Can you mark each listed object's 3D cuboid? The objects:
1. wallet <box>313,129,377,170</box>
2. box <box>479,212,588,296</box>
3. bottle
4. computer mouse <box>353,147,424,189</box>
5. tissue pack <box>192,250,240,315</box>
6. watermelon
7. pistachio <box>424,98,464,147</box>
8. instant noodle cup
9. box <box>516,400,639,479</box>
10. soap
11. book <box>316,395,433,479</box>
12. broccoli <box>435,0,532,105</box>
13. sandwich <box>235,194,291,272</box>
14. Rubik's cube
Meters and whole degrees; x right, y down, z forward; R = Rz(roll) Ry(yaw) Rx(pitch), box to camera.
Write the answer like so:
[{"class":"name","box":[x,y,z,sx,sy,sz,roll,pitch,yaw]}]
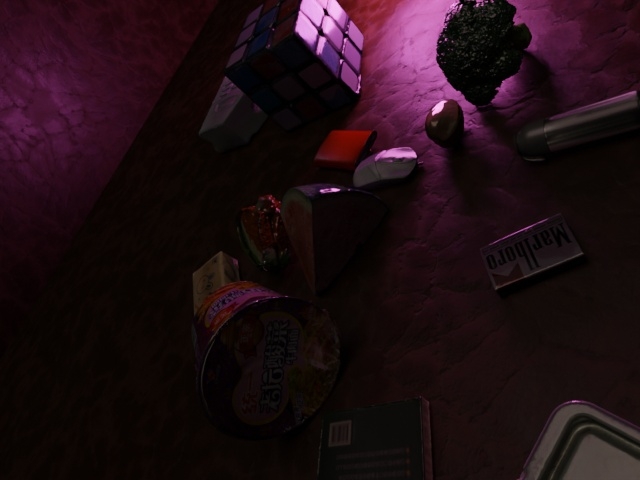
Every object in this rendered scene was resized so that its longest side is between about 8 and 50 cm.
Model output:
[{"class":"wallet","box":[0.079,-0.290,1.563,0.204,0.045,0.142,16,74,49]},{"class":"box","box":[0.423,0.029,0.986,0.177,0.036,0.115,-28,44,25]},{"class":"bottle","box":[0.552,-0.235,1.047,0.253,0.079,0.096,-12,91,36]},{"class":"computer mouse","box":[0.177,-0.205,1.383,0.229,0.068,0.113,-13,53,37]},{"class":"tissue pack","box":[-0.333,0.151,1.567,0.148,0.092,0.196,-37,40,17]},{"class":"watermelon","box":[-0.018,-0.037,1.299,0.283,0.250,0.293,-6,51,47]},{"class":"pistachio","box":[0.329,-0.310,1.290,0.113,0.113,0.149,-9,53,39]},{"class":"instant noodle cup","box":[-0.153,0.253,1.165,0.340,0.340,0.266,-55,28,-6]},{"class":"box","box":[0.355,0.400,0.641,0.175,0.182,0.312,23,76,51]},{"class":"soap","box":[-0.335,-0.615,2.133,0.261,0.156,0.446,-10,53,39]},{"class":"book","box":[0.094,0.499,0.926,0.260,0.043,0.371,-22,45,33]},{"class":"broccoli","box":[0.436,-0.494,1.272,0.269,0.269,0.254,-49,43,1]},{"class":"sandwich","box":[-0.171,-0.032,1.490,0.292,0.109,0.212,20,110,62]},{"class":"Rubik's cube","box":[-0.085,-0.666,1.773,0.358,0.363,0.362,-15,54,41]}]
